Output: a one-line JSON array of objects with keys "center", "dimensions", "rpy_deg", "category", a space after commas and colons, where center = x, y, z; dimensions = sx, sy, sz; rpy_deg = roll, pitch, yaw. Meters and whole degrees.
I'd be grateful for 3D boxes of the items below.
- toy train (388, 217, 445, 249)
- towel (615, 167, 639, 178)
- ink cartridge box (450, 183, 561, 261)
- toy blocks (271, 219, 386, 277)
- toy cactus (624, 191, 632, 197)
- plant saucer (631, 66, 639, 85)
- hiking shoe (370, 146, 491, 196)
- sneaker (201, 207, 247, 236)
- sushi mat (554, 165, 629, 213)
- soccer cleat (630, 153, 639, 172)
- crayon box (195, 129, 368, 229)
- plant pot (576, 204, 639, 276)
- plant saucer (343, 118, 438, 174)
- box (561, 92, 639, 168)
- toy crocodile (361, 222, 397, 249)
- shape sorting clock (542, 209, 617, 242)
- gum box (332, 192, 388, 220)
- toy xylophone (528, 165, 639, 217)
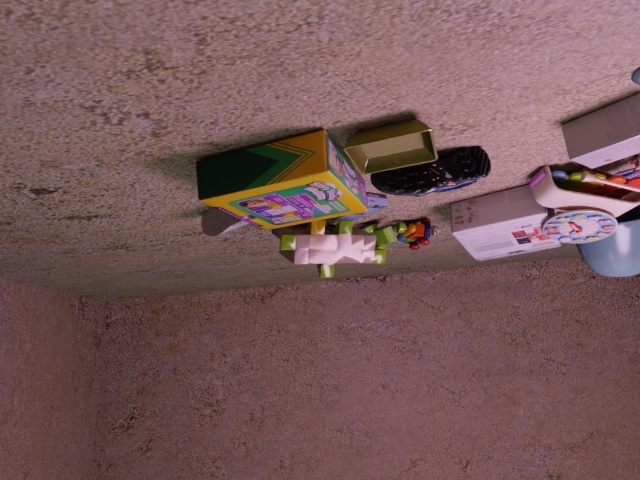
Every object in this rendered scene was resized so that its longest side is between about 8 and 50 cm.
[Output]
[{"center": [0.362, -0.044, 1.843], "dimensions": [0.144, 0.105, 0.248], "rpy_deg": [11, 164, -12], "category": "toy train"}, {"center": [1.150, -0.212, 1.560], "dimensions": [0.336, 0.040, 0.243], "rpy_deg": [6, 162, -44], "category": "towel"}, {"center": [0.656, -0.054, 1.671], "dimensions": [0.310, 0.129, 0.272], "rpy_deg": [-13, 148, 31], "category": "ink cartridge box"}, {"center": [0.000, 0.000, 1.638], "dimensions": [0.382, 0.190, 0.261], "rpy_deg": [1, -167, -24], "category": "toy blocks"}, {"center": [1.005, -0.139, 1.584], "dimensions": [0.219, 0.112, 0.181], "rpy_deg": [21, 168, -42], "category": "toy cactus"}, {"center": [0.651, -0.316, 0.880], "dimensions": [0.120, 0.021, 0.119], "rpy_deg": [-6, 168, -1], "category": "plant saucer"}, {"center": [0.276, -0.157, 1.216], "dimensions": [0.304, 0.113, 0.132], "rpy_deg": [-5, 167, -4], "category": "hiking shoe"}, {"center": [-0.272, -0.066, 1.457], "dimensions": [0.235, 0.090, 0.095], "rpy_deg": [-13, 176, 35], "category": "sneaker"}, {"center": [0.843, -0.152, 1.551], "dimensions": [0.152, 0.019, 0.316], "rpy_deg": [20, 163, 2], "category": "sushi mat"}, {"center": [0.925, -0.232, 1.311], "dimensions": [0.076, 0.068, 0.196], "rpy_deg": [-16, 172, 20], "category": "soccer cleat"}, {"center": [-0.075, -0.132, 1.185], "dimensions": [0.313, 0.106, 0.363], "rpy_deg": [-11, 167, 16], "category": "crayon box"}, {"center": [1.097, -0.006, 1.749], "dimensions": [0.293, 0.235, 0.293], "rpy_deg": [-15, -164, 4], "category": "plant pot"}, {"center": [0.161, -0.213, 1.064], "dimensions": [0.189, 0.045, 0.188], "rpy_deg": [-9, 167, 16], "category": "plant saucer"}, {"center": [0.662, -0.241, 1.064], "dimensions": [0.130, 0.090, 0.171], "rpy_deg": [4, 164, -40], "category": "box"}, {"center": [0.196, -0.001, 1.908], "dimensions": [0.105, 0.115, 0.341], "rpy_deg": [-29, -178, -30], "category": "toy crocodile"}, {"center": [0.810, -0.039, 1.480], "dimensions": [0.206, 0.040, 0.206], "rpy_deg": [12, 156, 5], "category": "shape sorting clock"}, {"center": [0.096, -0.109, 1.520], "dimensions": [0.157, 0.041, 0.184], "rpy_deg": [4, 164, -37], "category": "gum box"}, {"center": [0.798, -0.148, 1.379], "dimensions": [0.323, 0.081, 0.236], "rpy_deg": [13, 163, -5], "category": "toy xylophone"}]
